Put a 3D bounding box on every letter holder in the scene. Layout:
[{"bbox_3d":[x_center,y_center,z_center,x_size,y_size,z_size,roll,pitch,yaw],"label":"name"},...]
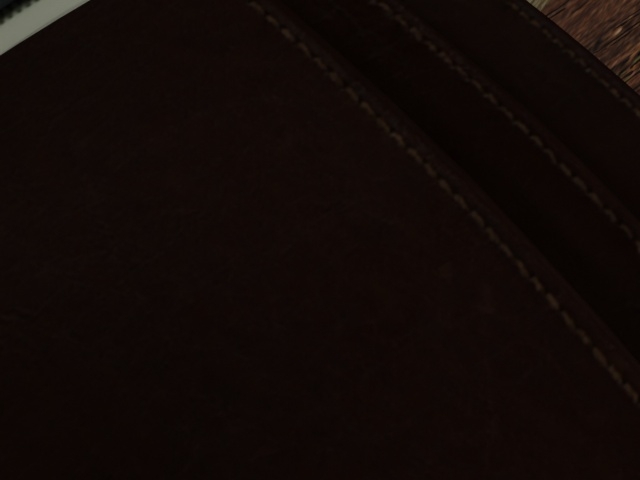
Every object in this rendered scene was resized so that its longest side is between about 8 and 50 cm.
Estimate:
[{"bbox_3d":[0.000,0.000,0.470,0.214,0.302,0.152,-43,161,-6],"label":"letter holder"}]

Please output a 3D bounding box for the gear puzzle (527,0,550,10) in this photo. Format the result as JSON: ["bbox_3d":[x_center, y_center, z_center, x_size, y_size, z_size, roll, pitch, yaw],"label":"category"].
[{"bbox_3d":[0.149,-0.208,0.725,0.339,0.044,0.175,-52,177,2],"label":"gear puzzle"}]

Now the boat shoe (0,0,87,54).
[{"bbox_3d":[-0.074,-0.117,0.338,0.340,0.127,0.113,-34,164,15],"label":"boat shoe"}]
